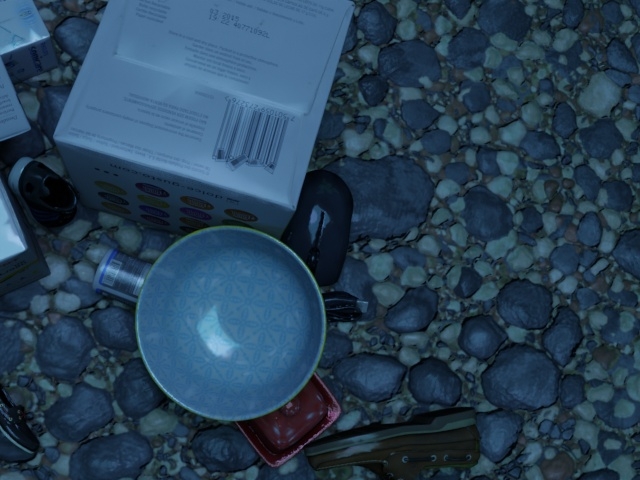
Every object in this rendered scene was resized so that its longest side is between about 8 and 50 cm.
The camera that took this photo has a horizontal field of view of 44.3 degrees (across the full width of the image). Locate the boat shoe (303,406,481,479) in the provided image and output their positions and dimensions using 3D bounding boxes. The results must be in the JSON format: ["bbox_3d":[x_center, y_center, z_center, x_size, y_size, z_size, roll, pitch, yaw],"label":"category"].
[{"bbox_3d":[0.127,0.352,1.290,0.307,0.110,0.105,-7,84,-14],"label":"boat shoe"}]

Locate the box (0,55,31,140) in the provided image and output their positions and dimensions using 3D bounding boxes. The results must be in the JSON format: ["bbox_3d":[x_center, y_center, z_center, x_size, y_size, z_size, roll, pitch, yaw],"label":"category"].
[{"bbox_3d":[-0.542,-0.208,1.146,0.181,0.181,0.119,-24,123,-18],"label":"box"}]

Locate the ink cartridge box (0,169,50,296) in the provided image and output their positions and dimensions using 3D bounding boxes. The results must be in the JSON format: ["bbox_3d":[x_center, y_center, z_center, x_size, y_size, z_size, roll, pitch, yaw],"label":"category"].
[{"bbox_3d":[-0.530,-0.006,1.176,0.171,0.233,0.168,-25,84,-15],"label":"ink cartridge box"}]

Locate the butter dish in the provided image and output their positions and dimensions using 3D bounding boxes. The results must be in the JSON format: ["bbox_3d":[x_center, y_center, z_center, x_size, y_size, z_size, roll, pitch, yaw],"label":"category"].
[{"bbox_3d":[-0.057,0.266,1.271,0.159,0.118,0.160,-37,87,-15],"label":"butter dish"}]

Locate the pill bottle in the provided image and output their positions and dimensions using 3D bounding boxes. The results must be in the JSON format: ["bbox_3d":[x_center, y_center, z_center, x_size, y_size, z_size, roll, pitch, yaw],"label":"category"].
[{"bbox_3d":[-0.295,0.072,1.286,0.137,0.078,0.078,23,75,-6],"label":"pill bottle"}]

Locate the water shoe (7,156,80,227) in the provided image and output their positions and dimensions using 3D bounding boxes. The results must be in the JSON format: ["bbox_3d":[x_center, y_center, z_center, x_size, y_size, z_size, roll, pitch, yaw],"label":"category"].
[{"bbox_3d":[-0.415,-0.058,1.224,0.080,0.203,0.073,25,76,12],"label":"water shoe"}]

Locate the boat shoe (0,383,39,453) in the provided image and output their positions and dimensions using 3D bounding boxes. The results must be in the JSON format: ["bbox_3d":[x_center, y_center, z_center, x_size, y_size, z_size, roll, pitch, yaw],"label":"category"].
[{"bbox_3d":[-0.481,0.273,1.222,0.042,0.049,0.133,-42,84,-8],"label":"boat shoe"}]

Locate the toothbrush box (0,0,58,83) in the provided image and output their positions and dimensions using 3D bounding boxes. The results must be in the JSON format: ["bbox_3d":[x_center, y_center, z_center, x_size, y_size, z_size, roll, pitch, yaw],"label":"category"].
[{"bbox_3d":[-0.617,-0.347,1.289,0.295,0.126,0.216,-25,85,-16],"label":"toothbrush box"}]

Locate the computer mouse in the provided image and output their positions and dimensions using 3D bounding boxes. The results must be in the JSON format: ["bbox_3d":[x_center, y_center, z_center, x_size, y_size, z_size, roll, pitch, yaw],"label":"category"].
[{"bbox_3d":[0.000,0.000,1.363,0.188,0.072,0.272,8,77,-9],"label":"computer mouse"}]

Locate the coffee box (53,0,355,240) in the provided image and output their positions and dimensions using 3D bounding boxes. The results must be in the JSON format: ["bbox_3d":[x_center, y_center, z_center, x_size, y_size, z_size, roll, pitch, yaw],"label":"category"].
[{"bbox_3d":[-0.177,-0.201,1.235,0.337,0.334,0.338,17,74,-7],"label":"coffee box"}]

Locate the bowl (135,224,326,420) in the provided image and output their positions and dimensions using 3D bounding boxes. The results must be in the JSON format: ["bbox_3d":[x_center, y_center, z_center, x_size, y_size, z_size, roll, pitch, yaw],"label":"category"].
[{"bbox_3d":[-0.127,0.122,1.230,0.289,0.156,0.290,0,89,5],"label":"bowl"}]
